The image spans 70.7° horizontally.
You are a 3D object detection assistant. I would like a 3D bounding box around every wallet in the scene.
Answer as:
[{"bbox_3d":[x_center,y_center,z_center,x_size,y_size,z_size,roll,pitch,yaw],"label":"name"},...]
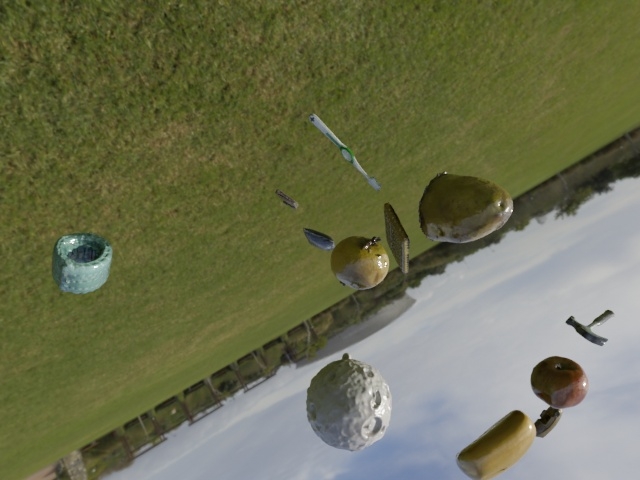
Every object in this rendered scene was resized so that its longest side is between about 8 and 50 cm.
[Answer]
[{"bbox_3d":[-0.155,-0.187,2.070,0.039,0.117,0.153,-57,180,-4],"label":"wallet"}]

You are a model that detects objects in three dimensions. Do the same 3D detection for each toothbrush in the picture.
[{"bbox_3d":[0.074,-0.263,1.344,0.030,0.304,0.030,-44,-172,7],"label":"toothbrush"}]

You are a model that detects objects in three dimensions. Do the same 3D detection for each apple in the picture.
[{"bbox_3d":[0.583,0.346,1.097,0.125,0.102,0.126,-1,-160,1],"label":"apple"}]

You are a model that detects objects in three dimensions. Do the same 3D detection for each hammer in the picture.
[{"bbox_3d":[0.802,0.238,1.297,0.246,0.103,0.029,-7,132,-40],"label":"hammer"}]

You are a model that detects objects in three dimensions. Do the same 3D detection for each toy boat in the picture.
[{"bbox_3d":[0.750,0.585,1.486,0.149,0.048,0.047,-59,-169,7],"label":"toy boat"}]

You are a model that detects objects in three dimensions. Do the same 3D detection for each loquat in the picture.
[{"bbox_3d":[0.110,0.070,1.329,0.172,0.150,0.205,13,139,-18],"label":"loquat"}]

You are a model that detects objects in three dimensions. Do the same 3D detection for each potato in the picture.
[{"bbox_3d":[0.444,-0.089,1.344,0.229,0.230,0.266,-27,-160,-15],"label":"potato"}]

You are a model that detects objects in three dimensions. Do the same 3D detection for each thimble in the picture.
[{"bbox_3d":[-0.882,0.085,1.660,0.235,0.198,0.143,-86,-164,-60],"label":"thimble"}]

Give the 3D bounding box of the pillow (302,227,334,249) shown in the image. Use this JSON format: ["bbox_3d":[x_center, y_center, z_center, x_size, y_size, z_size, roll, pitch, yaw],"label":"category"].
[{"bbox_3d":[0.000,0.000,1.908,0.208,0.141,0.055,63,49,-77],"label":"pillow"}]

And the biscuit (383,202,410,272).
[{"bbox_3d":[0.266,-0.004,1.589,0.029,0.172,0.255,-20,147,-3],"label":"biscuit"}]

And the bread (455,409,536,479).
[{"bbox_3d":[0.441,0.516,1.120,0.217,0.098,0.147,-32,148,-14],"label":"bread"}]

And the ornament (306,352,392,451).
[{"bbox_3d":[0.113,0.628,1.722,0.336,0.337,0.337,-29,170,-6],"label":"ornament"}]
